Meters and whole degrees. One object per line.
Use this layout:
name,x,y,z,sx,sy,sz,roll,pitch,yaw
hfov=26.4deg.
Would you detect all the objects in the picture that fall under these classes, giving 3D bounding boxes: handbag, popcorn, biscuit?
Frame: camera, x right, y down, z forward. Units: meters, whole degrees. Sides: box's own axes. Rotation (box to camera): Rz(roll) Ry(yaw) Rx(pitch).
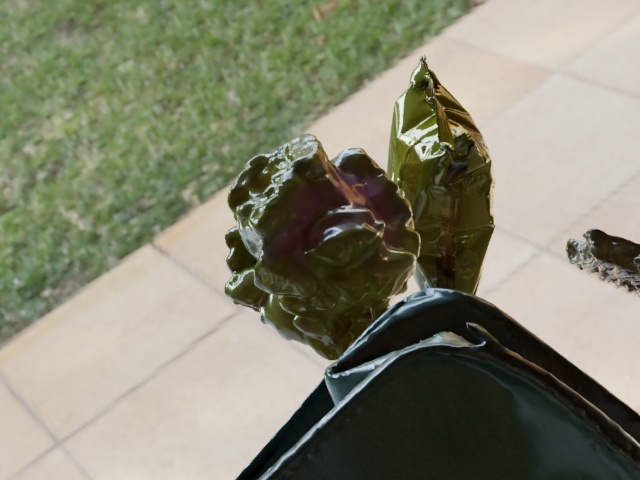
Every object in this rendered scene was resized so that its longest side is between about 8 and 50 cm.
handbag,0.058,0.180,0.531,0.274,0.269,0.100,-51,1,19
popcorn,0.000,0.000,0.884,0.126,0.126,0.145,-20,38,-23
biscuit,0.330,0.035,1.264,0.031,0.176,0.228,-67,13,-8

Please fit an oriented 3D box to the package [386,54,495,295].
package,0.112,-0.045,1.283,0.090,0.226,0.168,-9,40,-9
